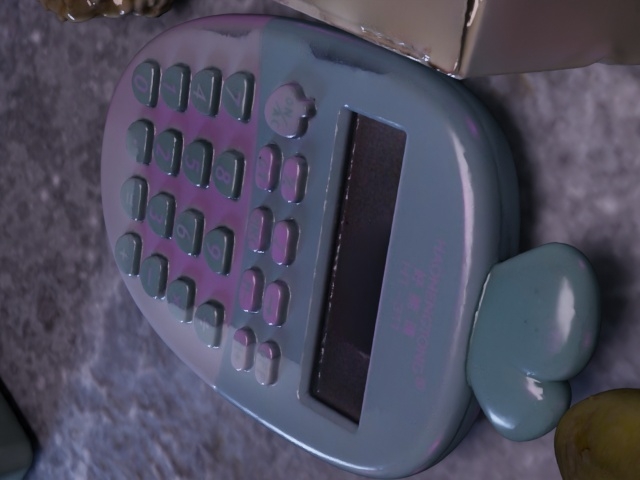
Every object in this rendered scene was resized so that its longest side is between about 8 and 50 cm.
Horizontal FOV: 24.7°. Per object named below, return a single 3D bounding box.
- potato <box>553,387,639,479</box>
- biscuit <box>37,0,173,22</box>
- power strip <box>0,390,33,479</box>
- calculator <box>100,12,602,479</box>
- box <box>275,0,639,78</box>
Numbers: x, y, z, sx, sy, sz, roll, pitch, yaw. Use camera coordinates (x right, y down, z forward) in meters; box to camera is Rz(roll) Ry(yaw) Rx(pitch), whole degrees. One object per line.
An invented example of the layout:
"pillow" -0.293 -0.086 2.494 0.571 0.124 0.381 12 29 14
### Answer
"potato" 0.137 0.097 0.504 0.138 0.070 0.091 5 136 45
"biscuit" -0.099 -0.186 0.683 0.082 0.070 0.168 31 120 45
"power strip" -0.302 0.131 0.819 0.140 0.224 0.139 54 129 23
"calculator" 0.000 0.000 0.641 0.299 0.041 0.185 23 113 40
"box" 0.026 -0.134 0.503 0.212 0.168 0.095 29 118 36
